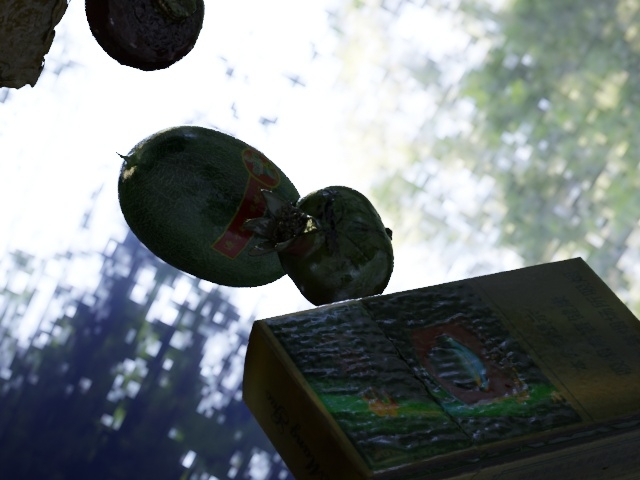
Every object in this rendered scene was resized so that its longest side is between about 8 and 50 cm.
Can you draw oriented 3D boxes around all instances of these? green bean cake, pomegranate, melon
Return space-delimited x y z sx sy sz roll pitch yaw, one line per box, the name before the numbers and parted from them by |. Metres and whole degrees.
green bean cake | -0.394 -0.299 2.137 0.230 0.224 0.131 12 -162 -34
pomegranate | 0.000 0.000 2.213 0.191 0.131 0.152 27 -159 -43
melon | -0.139 -0.045 2.354 0.288 0.182 0.182 26 -151 -35

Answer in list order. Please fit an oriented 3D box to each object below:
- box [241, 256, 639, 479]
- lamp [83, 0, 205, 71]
box | 0.093 0.095 1.134 0.240 0.071 0.159 -11 -138 -26
lamp | -0.201 -0.280 2.249 0.157 0.135 0.156 4 -99 -47
